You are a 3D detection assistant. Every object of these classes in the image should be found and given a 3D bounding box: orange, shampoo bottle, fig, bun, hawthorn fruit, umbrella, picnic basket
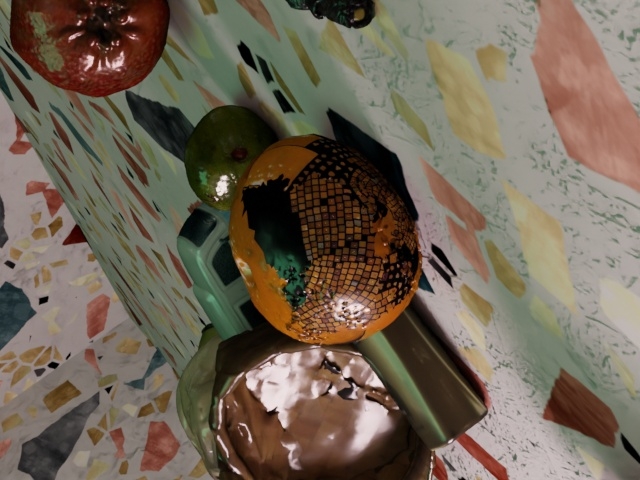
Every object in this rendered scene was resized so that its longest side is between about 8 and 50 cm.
[{"bbox_3d":[0.000,0.000,1.374,0.234,0.182,0.234,156,90,-82],"label":"orange"},{"bbox_3d":[0.063,0.084,1.538,0.350,0.084,0.125,54,168,4],"label":"shampoo bottle"},{"bbox_3d":[-0.118,-0.117,1.601,0.156,0.123,0.123,58,172,43],"label":"fig"},{"bbox_3d":[-0.078,0.314,2.098,0.359,0.211,0.360,22,146,16],"label":"bun"},{"bbox_3d":[-0.300,-0.283,1.643,0.205,0.205,0.253,60,165,-22],"label":"hawthorn fruit"},{"bbox_3d":[-0.005,-0.218,1.139,0.144,0.040,0.037,34,148,47],"label":"umbrella"},{"bbox_3d":[0.007,0.277,1.646,0.337,0.293,0.337,-23,-90,-78],"label":"picnic basket"}]

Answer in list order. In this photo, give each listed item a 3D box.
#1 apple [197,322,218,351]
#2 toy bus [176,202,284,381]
[{"bbox_3d":[-0.127,0.221,2.333,0.207,0.174,0.188,40,170,-6],"label":"apple"},{"bbox_3d":[-0.088,0.057,1.794,0.271,0.164,0.133,60,165,-21],"label":"toy bus"}]
